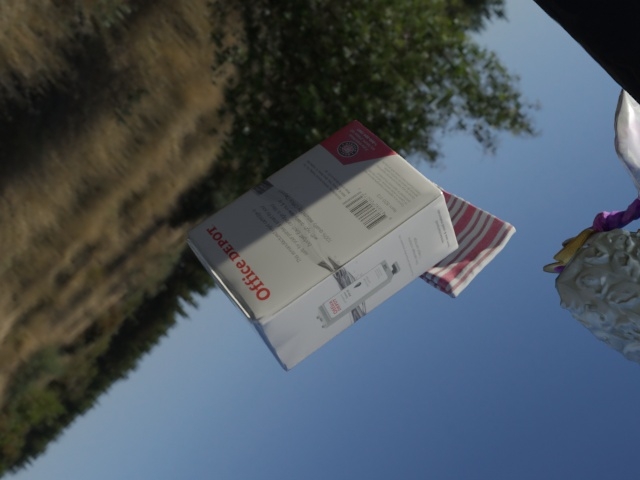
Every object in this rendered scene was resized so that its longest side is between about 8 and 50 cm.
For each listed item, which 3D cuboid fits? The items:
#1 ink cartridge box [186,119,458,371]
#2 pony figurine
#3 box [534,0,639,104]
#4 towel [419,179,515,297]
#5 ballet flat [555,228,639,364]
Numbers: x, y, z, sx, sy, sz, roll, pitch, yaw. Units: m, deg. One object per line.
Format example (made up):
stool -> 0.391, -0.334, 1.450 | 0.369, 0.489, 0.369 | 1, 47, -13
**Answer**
ink cartridge box -> 0.000, 0.000, 1.285 | 0.283, 0.117, 0.207 | -35, -132, -10
pony figurine -> 0.551, -0.051, 1.519 | 0.363, 0.303, 0.351 | 3, -129, 40
box -> 0.306, -0.208, 0.539 | 0.179, 0.312, 0.343 | 7, 129, -42
towel -> 0.176, -0.010, 1.505 | 0.144, 0.197, 0.029 | -47, 142, -12
ballet flat -> 0.433, 0.094, 0.967 | 0.147, 0.409, 0.147 | -60, -171, 16
